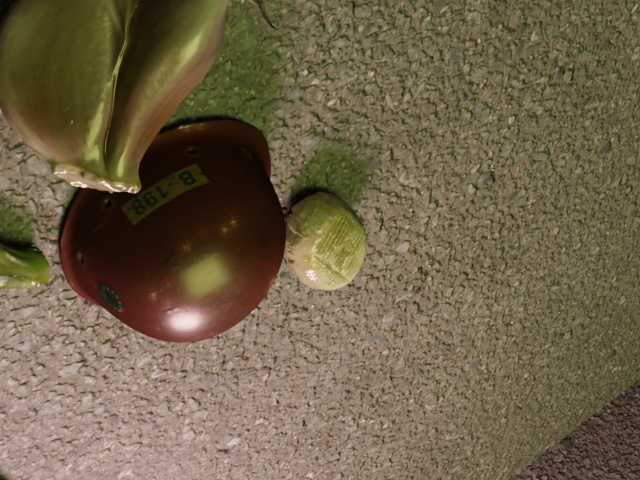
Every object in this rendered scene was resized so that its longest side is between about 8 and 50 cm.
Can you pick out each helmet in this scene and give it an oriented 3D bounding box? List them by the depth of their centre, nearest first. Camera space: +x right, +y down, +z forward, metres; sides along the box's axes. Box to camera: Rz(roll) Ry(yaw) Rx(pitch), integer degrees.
[{"bbox_3d":[-0.180,0.017,1.712,0.385,0.230,0.337,-31,141,-16],"label":"helmet"}]

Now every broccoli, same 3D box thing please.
[{"bbox_3d":[-0.491,0.034,1.526,0.304,0.146,0.164,3,85,-57],"label":"broccoli"}]

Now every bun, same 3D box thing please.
[{"bbox_3d":[0.000,0.000,1.974,0.188,0.111,0.164,37,80,-51],"label":"bun"}]

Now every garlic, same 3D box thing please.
[{"bbox_3d":[-0.253,-0.249,1.376,0.231,0.245,0.340,23,124,-40],"label":"garlic"}]
